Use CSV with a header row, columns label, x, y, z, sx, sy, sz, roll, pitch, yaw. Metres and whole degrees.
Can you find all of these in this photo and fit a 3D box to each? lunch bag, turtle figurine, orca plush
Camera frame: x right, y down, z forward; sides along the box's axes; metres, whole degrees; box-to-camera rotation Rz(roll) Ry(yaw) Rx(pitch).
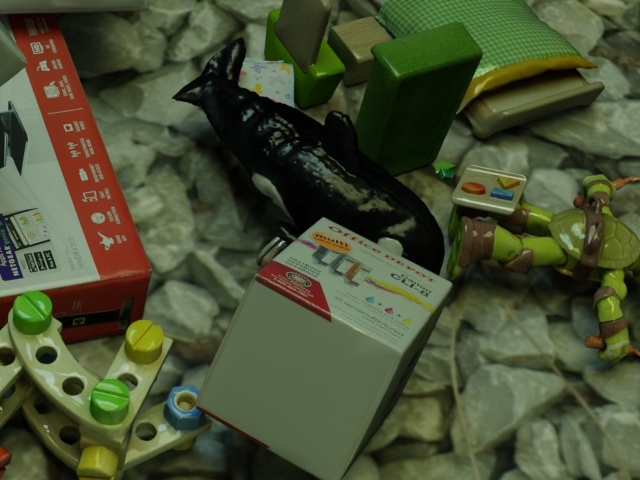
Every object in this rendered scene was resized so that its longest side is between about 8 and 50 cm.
label,x,y,z,sx,sy,sz,roll,pitch,yaw
lunch bag,-0.060,-0.131,1.580,0.071,0.053,0.083,4,60,-10
turtle figurine,0.224,0.014,1.510,0.217,0.087,0.270,11,49,-6
orca plush,0.007,-0.085,1.471,0.151,0.102,0.287,-15,56,-39

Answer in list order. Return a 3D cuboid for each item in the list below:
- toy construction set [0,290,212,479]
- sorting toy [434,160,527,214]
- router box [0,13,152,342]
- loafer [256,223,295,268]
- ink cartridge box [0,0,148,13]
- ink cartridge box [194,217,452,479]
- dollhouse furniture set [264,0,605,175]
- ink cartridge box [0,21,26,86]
label,x,y,z,sx,sy,sz,roll,pitch,yaw
toy construction set,-0.243,0.163,1.234,0.215,0.151,0.328,31,39,11
sorting toy,0.137,-0.050,1.504,0.083,0.012,0.062,12,35,13
router box,-0.333,-0.052,1.420,0.301,0.082,0.335,-10,54,-22
loafer,0.000,0.000,1.494,0.125,0.045,0.039,-31,71,-36
ink cartridge box,-0.316,-0.324,1.561,0.271,0.130,0.309,-4,32,-17
ink cartridge box,0.007,0.081,1.330,0.128,0.127,0.176,28,21,8
dollhouse furniture set,0.126,-0.206,1.625,0.301,0.151,0.197,-19,58,-28
ink cartridge box,-0.459,-0.132,1.276,0.384,0.160,0.279,-38,58,0
